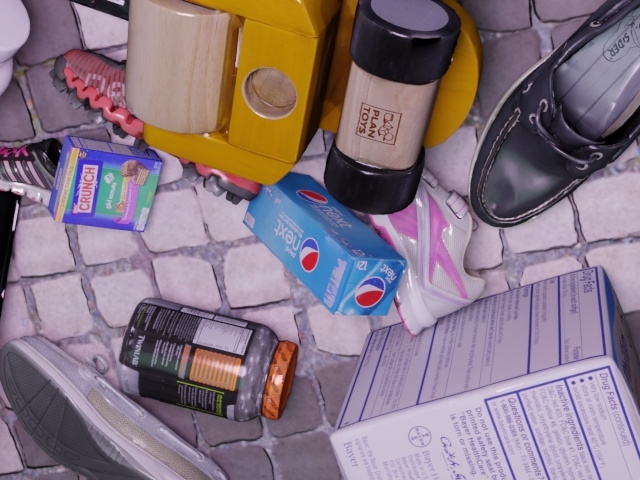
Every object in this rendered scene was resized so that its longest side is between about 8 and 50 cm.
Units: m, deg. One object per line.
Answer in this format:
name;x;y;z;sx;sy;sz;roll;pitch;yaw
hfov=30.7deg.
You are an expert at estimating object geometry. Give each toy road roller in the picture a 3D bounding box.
toy road roller;-0.006;-0.189;1.139;0.329;0.241;0.202;16;127;6

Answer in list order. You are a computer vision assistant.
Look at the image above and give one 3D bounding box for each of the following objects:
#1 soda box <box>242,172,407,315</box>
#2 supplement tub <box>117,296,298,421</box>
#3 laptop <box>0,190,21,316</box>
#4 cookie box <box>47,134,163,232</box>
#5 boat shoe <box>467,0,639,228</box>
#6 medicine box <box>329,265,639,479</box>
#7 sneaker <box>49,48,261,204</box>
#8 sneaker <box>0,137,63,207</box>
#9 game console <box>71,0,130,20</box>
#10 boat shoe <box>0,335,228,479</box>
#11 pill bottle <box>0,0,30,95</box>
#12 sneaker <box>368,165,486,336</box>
soda box;0.000;0.000;1.229;0.071;0.210;0.067;4;116;-34
supplement tub;-0.128;0.141;1.344;0.190;0.117;0.117;14;110;6
laptop;-0.612;0.088;1.405;0.408;0.236;0.382;7;87;37
cookie box;-0.242;-0.062;1.313;0.107;0.040;0.092;7;111;-29
boat shoe;0.268;-0.136;1.179;0.127;0.113;0.340;43;110;-5
medicine box;0.184;0.170;1.214;0.289;0.263;0.149;-17;104;16
sneaker;-0.163;-0.154;1.270;0.276;0.097;0.135;29;91;14
sneaker;-0.334;-0.092;1.340;0.170;0.063;0.075;22;111;-2
game console;-0.295;-0.309;1.272;0.361;0.044;0.213;20;111;6
boat shoe;-0.254;0.226;1.417;0.320;0.103;0.118;39;130;3
pill bottle;-0.419;-0.179;1.256;0.245;0.136;0.136;-35;98;36
sneaker;0.108;-0.030;1.259;0.111;0.103;0.252;-17;101;1
